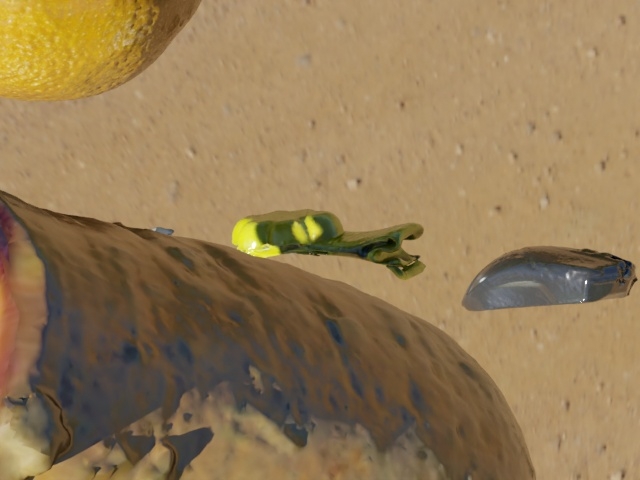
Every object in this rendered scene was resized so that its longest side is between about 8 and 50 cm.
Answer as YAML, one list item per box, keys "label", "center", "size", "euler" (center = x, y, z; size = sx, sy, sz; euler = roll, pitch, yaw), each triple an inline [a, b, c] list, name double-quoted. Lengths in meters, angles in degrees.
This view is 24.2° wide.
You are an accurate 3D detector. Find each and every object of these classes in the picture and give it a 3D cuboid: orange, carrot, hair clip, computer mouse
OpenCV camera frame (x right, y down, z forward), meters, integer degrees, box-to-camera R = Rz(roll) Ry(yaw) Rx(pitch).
- label: "orange"
  center: [-0.211, -0.235, 1.190]
  size: [0.264, 0.264, 0.264]
  euler: [-3, 69, 7]
- label: "carrot"
  center: [-0.061, 0.105, 0.676]
  size: [0.224, 0.340, 0.224]
  euler: [-23, 55, 37]
- label: "hair clip"
  center: [0.000, 0.000, 1.252]
  size: [0.173, 0.072, 0.046]
  euler: [8, 107, 32]
- label: "computer mouse"
  center: [0.263, 0.042, 1.750]
  size: [0.217, 0.122, 0.073]
  euler: [-5, 91, 38]

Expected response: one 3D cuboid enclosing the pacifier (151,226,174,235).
- label: "pacifier"
  center: [-0.144, 0.151, 0.966]
  size: [0.332, 0.220, 0.273]
  euler: [8, 109, 1]
